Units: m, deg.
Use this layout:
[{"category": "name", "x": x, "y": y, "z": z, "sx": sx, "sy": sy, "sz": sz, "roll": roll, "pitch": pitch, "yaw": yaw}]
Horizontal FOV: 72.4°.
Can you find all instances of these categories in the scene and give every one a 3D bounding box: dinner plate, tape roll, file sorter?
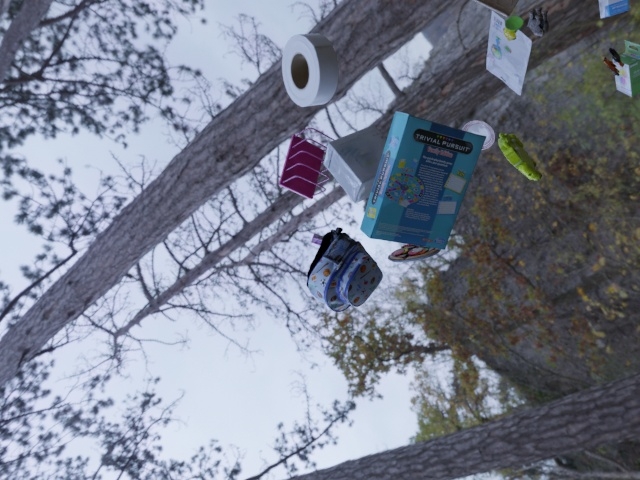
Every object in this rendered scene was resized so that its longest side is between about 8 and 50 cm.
[{"category": "dinner plate", "x": 0.674, "y": -0.451, "z": 1.862, "sx": 0.141, "sy": 0.141, "sz": 0.017, "roll": 48, "pitch": -121, "yaw": -10}, {"category": "tape roll", "x": -0.047, "y": -0.712, "z": 1.831, "sx": 0.100, "sy": 0.286, "sz": 0.286, "roll": -18, "pitch": -109, "yaw": -31}, {"category": "file sorter", "x": -0.051, "y": -0.393, "z": 2.218, "sx": 0.202, "sy": 0.182, "sz": 0.290, "roll": 22, "pitch": -109, "yaw": -29}]

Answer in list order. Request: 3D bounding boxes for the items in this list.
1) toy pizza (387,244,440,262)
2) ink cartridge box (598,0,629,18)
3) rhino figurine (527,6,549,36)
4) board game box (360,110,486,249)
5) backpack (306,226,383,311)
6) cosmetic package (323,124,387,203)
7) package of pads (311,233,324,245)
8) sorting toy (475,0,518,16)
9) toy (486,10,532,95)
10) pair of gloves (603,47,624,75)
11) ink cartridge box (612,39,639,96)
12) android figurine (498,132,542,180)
[{"category": "toy pizza", "x": 0.347, "y": 0.037, "z": 1.627, "sx": 0.201, "sy": 0.201, "sz": 0.032, "roll": -32, "pitch": -69, "yaw": -63}, {"category": "ink cartridge box", "x": 0.969, "y": -0.847, "z": 1.454, "sx": 0.104, "sy": 0.062, "sz": 0.181, "roll": -54, "pitch": -51, "yaw": -62}, {"category": "rhino figurine", "x": 1.022, "y": -1.037, "z": 2.069, "sx": 0.243, "sy": 0.073, "sz": 0.106, "roll": -76, "pitch": -31, "yaw": -52}, {"category": "board game box", "x": 0.279, "y": -0.156, "z": 1.210, "sx": 0.254, "sy": 0.336, "sz": 0.079, "roll": 8, "pitch": -162, "yaw": -23}, {"category": "backpack", "x": 0.089, "y": 0.138, "z": 1.644, "sx": 0.213, "sy": 0.263, "sz": 0.276, "roll": 36, "pitch": 172, "yaw": 44}, {"category": "cosmetic package", "x": 0.172, "y": -0.299, "z": 1.697, "sx": 0.224, "sy": 0.138, "sz": 0.224, "roll": -27, "pitch": -112, "yaw": -22}, {"category": "package of pads", "x": 0.000, "y": 0.000, "z": 2.112, "sx": 0.083, "sy": 0.050, "sz": 0.032, "roll": 16, "pitch": -131, "yaw": -2}, {"category": "sorting toy", "x": 0.775, "y": -1.086, "z": 1.896, "sx": 0.193, "sy": 0.208, "sz": 0.038, "roll": 31, "pitch": 175, "yaw": 7}, {"category": "toy", "x": 0.516, "y": -0.508, "z": 1.174, "sx": 0.137, "sy": 0.056, "sz": 0.237, "roll": 53, "pitch": -172, "yaw": 23}, {"category": "pair of gloves", "x": 0.899, "y": -0.546, "z": 1.337, "sx": 0.074, "sy": 0.010, "sz": 0.083, "roll": 40, "pitch": -115, "yaw": -12}, {"category": "ink cartridge box", "x": 1.317, "y": -0.734, "z": 1.870, "sx": 0.209, "sy": 0.062, "sz": 0.109, "roll": 55, "pitch": -164, "yaw": -33}, {"category": "android figurine", "x": 0.883, "y": -0.378, "z": 1.946, "sx": 0.273, "sy": 0.056, "sz": 0.248, "roll": 32, "pitch": -140, "yaw": -26}]
